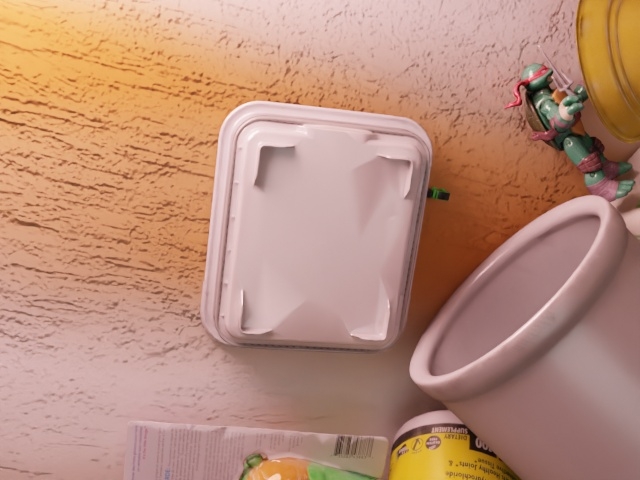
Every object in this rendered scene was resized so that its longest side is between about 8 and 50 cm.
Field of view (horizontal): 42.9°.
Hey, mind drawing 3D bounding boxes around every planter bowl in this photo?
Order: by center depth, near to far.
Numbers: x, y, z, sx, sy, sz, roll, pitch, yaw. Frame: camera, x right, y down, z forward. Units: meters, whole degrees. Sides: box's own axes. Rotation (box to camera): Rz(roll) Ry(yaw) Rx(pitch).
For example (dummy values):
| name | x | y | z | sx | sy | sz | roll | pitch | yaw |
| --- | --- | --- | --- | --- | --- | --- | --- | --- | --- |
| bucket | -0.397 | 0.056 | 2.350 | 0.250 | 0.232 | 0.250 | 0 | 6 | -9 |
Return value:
| name | x | y | z | sx | sy | sz | roll | pitch | yaw |
| --- | --- | --- | --- | --- | --- | --- | --- | --- | --- |
| planter bowl | 0.419 | -0.240 | 1.040 | 0.217 | 0.090 | 0.217 | 11 | 75 | -44 |

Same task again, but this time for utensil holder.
| name | x | y | z | sx | sy | sz | roll | pitch | yaw |
| --- | --- | --- | --- | --- | --- | --- | --- | --- | --- |
| utensil holder | 0.361 | 0.192 | 1.035 | 0.327 | 0.327 | 0.385 | -44 | 96 | 0 |

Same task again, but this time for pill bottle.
| name | x | y | z | sx | sy | sz | roll | pitch | yaw |
| --- | --- | --- | --- | --- | --- | --- | --- | --- | --- |
| pill bottle | 0.173 | 0.411 | 1.076 | 0.188 | 0.334 | 0.188 | 6 | 135 | 6 |

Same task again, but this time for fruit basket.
| name | x | y | z | sx | sy | sz | roll | pitch | yaw |
| --- | --- | --- | --- | --- | --- | --- | --- | --- | --- |
| fruit basket | -0.098 | 0.401 | 1.132 | 0.353 | 0.165 | 0.327 | 6 | 105 | -2 |

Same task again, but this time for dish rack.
| name | x | y | z | sx | sy | sz | roll | pitch | yaw |
| --- | --- | --- | --- | --- | --- | --- | --- | --- | --- |
| dish rack | 0.000 | 0.000 | 1.046 | 0.285 | 0.072 | 0.333 | 5 | 104 | -11 |

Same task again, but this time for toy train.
| name | x | y | z | sx | sy | sz | roll | pitch | yaw |
| --- | --- | --- | --- | --- | --- | --- | --- | --- | --- |
| toy train | 0.138 | -0.066 | 1.105 | 0.083 | 0.024 | 0.017 | 8 | 104 | -19 |

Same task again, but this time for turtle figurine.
| name | x | y | z | sx | sy | sz | roll | pitch | yaw |
| --- | --- | --- | --- | --- | --- | --- | --- | --- | --- |
| turtle figurine | 0.338 | -0.169 | 1.089 | 0.234 | 0.118 | 0.175 | 56 | 46 | -15 |

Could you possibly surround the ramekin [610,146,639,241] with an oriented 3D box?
| name | x | y | z | sx | sy | sz | roll | pitch | yaw |
| --- | --- | --- | --- | --- | --- | --- | --- | --- | --- |
| ramekin | 0.533 | -0.058 | 1.083 | 0.148 | 0.303 | 0.303 | 41 | 92 | -16 |
